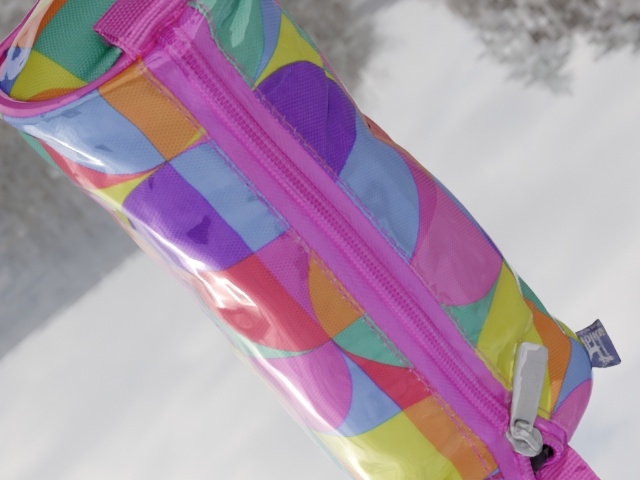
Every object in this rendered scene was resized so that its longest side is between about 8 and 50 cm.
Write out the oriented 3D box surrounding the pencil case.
[{"bbox_3d":[0.000,0.000,0.600,0.104,0.236,0.104,-32,-150,21],"label":"pencil case"}]
